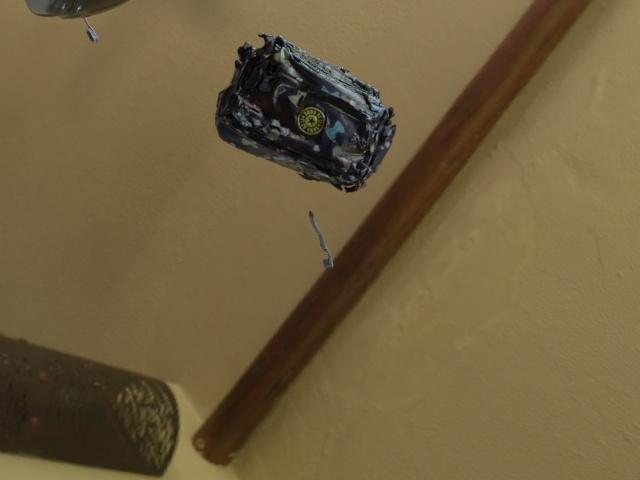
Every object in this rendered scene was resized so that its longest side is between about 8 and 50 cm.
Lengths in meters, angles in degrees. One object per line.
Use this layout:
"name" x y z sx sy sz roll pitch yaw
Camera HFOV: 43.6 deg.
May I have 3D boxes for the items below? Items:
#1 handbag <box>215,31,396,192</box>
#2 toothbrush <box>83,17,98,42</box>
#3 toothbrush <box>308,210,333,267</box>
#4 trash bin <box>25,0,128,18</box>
"handbag" -0.017 -0.179 1.147 0.162 0.260 0.113 -66 -169 -11
"toothbrush" -0.256 -0.250 0.829 0.006 0.097 0.008 -20 -165 24
"toothbrush" 0.000 0.000 1.427 0.019 0.193 0.013 -10 -122 6
"trash bin" -0.239 -0.319 0.709 0.236 0.101 0.176 61 -30 4
